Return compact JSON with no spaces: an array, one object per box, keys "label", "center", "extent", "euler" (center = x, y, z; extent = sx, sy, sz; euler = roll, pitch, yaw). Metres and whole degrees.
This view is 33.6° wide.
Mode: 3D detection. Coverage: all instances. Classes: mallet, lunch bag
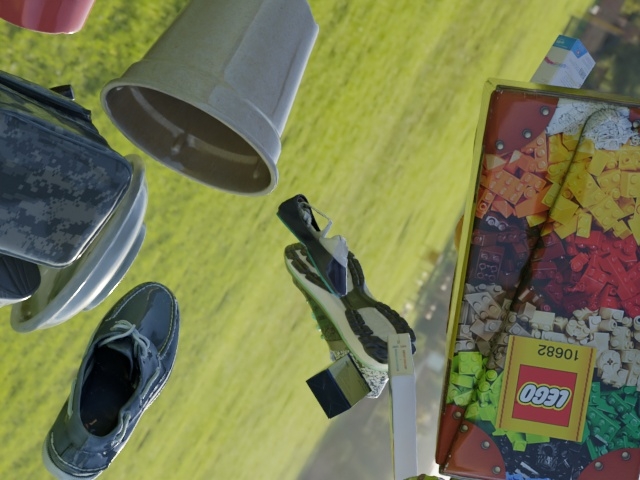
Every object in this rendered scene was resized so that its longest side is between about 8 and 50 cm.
[{"label":"mallet","center":[-0.580,-0.291,2.410],"extent":[0.190,0.062,0.039],"euler":[97,-17,-64]},{"label":"lunch bag","center":[-0.457,-0.133,1.486],"extent":[0.305,0.256,0.213],"euler":[23,106,-51]}]

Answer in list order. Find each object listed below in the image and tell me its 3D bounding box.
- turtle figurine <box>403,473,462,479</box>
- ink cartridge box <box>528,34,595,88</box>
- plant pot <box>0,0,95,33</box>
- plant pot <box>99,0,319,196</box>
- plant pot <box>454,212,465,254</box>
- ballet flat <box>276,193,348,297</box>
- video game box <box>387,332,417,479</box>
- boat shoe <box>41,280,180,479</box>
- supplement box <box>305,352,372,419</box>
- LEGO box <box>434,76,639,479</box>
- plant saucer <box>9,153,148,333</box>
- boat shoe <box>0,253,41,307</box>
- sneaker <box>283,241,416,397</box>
[{"label":"turtle figurine","center":[0.241,0.388,1.607],"extent":[0.087,0.269,0.217],"euler":[-72,159,-6]},{"label":"ink cartridge box","center":[0.464,-0.320,2.043],"extent":[0.088,0.052,0.122],"euler":[37,83,-45]},{"label":"plant pot","center":[-0.530,-0.550,2.051],"extent":[0.275,0.274,0.243],"euler":[-47,161,-61]},{"label":"plant pot","center":[-0.161,-0.292,1.836],"extent":[0.334,0.333,0.306],"euler":[95,20,-69]},{"label":"plant pot","center":[0.395,0.036,2.176],"extent":[0.188,0.205,0.205],"euler":[-103,-150,-54]},{"label":"ballet flat","center":[0.000,0.000,1.754],"extent":[0.074,0.203,0.074],"euler":[-27,151,-16]},{"label":"video game box","center":[0.145,0.294,1.885],"extent":[0.187,0.048,0.205],"euler":[-77,165,-73]},{"label":"boat shoe","center":[-0.243,0.157,1.331],"extent":[0.099,0.116,0.319],"euler":[-53,-170,43]},{"label":"supplement box","center":[0.033,0.261,1.905],"extent":[0.056,0.083,0.083],"euler":[-33,177,36]},{"label":"LEGO box","center":[0.254,0.015,1.193],"extent":[0.500,0.193,0.373],"euler":[-51,148,-77]},{"label":"plant saucer","center":[-0.432,0.022,2.009],"extent":[0.400,0.100,0.400],"euler":[-42,-155,25]},{"label":"boat shoe","center":[-0.562,0.067,1.688],"extent":[0.103,0.118,0.320],"euler":[-18,-174,19]},{"label":"sneaker","center":[0.027,0.160,2.148],"extent":[0.158,0.410,0.182],"euler":[-5,130,-31]}]
